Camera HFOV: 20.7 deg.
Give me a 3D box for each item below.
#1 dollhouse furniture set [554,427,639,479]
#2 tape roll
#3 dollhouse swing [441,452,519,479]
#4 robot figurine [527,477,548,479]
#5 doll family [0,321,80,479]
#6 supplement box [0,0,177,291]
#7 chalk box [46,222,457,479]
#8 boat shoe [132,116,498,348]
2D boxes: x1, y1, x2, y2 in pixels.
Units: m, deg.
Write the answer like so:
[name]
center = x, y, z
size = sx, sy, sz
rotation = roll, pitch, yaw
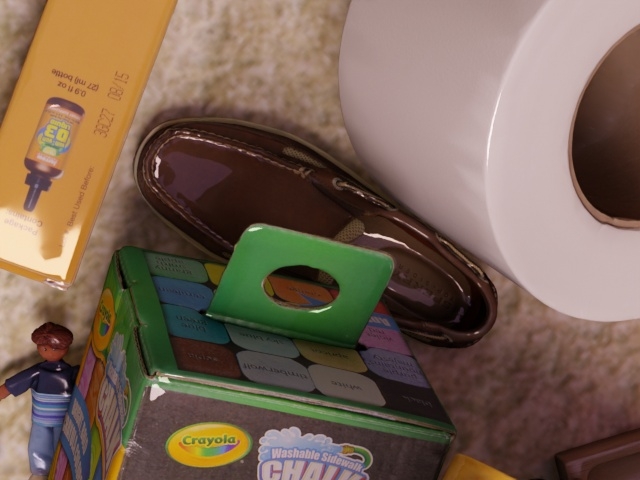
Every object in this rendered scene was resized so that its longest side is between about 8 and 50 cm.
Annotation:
[dollhouse furniture set]
center = 0.257, 0.208, 1.175
size = 0.144, 0.123, 0.151
rotation = -16, 98, -7
[tape roll]
center = 0.154, -0.095, 1.045
size = 0.246, 0.169, 0.246
rotation = -13, 118, -26
[dollhouse swing]
center = 0.110, 0.316, 0.874
size = 0.315, 0.305, 0.347
rotation = 28, 82, -6
[robot figurine]
center = 0.097, 0.286, 1.130
size = 0.173, 0.209, 0.278
rotation = 34, 97, -24
[doll family]
center = -0.114, 0.108, 1.127
size = 0.193, 0.076, 0.111
rotation = -5, 116, -13
[supplement box]
center = -0.153, -0.091, 1.100
size = 0.078, 0.080, 0.233
rotation = 21, 91, -10
[chalk box]
center = -0.047, 0.120, 1.012
size = 0.180, 0.179, 0.289
rotation = 14, 109, -18
[boat shoe]
center = 0.004, -0.007, 1.124
size = 0.257, 0.095, 0.095
rotation = 23, 92, -11
